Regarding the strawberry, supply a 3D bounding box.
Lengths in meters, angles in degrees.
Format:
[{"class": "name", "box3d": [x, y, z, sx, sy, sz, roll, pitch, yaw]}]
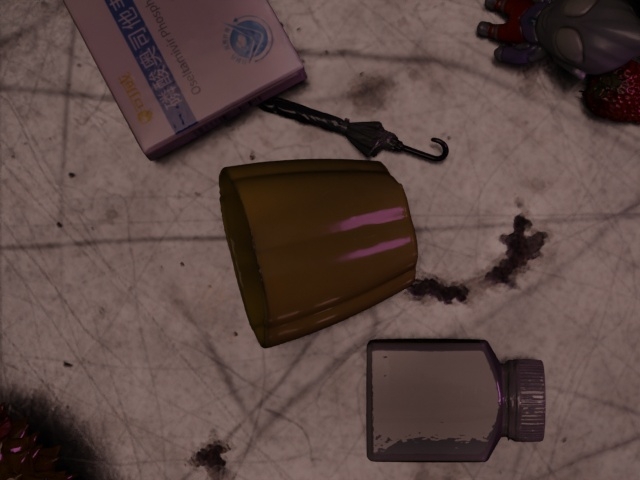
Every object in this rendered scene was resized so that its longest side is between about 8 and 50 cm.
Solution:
[{"class": "strawberry", "box3d": [0.327, -0.159, 1.896, 0.083, 0.073, 0.073, 26, 89, -33]}]

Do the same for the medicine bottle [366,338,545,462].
[{"class": "medicine bottle", "box3d": [0.143, 0.171, 1.872, 0.188, 0.088, 0.132, 0, 88, 2]}]

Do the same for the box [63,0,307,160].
[{"class": "box", "box3d": [-0.181, -0.282, 1.907, 0.200, 0.065, 0.343, -28, 84, 2]}]

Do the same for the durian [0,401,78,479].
[{"class": "durian", "box3d": [-0.400, 0.326, 1.789, 0.347, 0.347, 0.384, -42, 118, 0]}]

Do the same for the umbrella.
[{"class": "umbrella", "box3d": [0.009, -0.123, 1.921, 0.269, 0.044, 0.044, 16, 126, 9]}]

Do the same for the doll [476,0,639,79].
[{"class": "doll", "box3d": [0.272, -0.223, 1.859, 0.227, 0.075, 0.102, 17, 92, 36]}]

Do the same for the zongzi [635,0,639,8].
[{"class": "zongzi", "box3d": [0.359, -0.316, 1.762, 0.123, 0.289, 0.260, -29, 107, 4]}]

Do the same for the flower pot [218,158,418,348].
[{"class": "flower pot", "box3d": [0.000, 0.000, 1.848, 0.179, 0.195, 0.195, -13, 87, -11]}]
